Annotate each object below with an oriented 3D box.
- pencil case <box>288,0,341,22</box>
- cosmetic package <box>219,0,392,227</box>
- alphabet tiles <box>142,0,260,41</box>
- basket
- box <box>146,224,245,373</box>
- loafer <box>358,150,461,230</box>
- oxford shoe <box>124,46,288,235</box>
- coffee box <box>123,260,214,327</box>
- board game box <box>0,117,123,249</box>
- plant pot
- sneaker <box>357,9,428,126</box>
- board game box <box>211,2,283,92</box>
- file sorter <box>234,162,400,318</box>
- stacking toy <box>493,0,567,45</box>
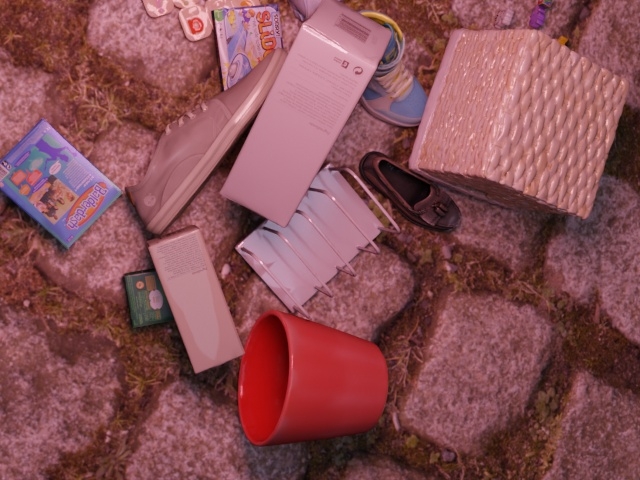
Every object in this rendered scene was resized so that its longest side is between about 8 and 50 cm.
[{"bbox_3d":[0.054,-0.558,1.743,0.273,0.113,0.124,-31,121,-10],"label":"pencil case"},{"bbox_3d":[-0.029,-0.241,1.594,0.156,0.217,0.385,30,121,-5],"label":"cosmetic package"},{"bbox_3d":[-0.240,-0.561,1.708,0.284,0.021,0.278,-23,100,-13],"label":"alphabet tiles"},{"bbox_3d":[0.419,-0.245,1.762,0.328,0.266,0.331,18,90,-29],"label":"basket"},{"bbox_3d":[-0.251,0.115,1.681,0.113,0.094,0.275,-19,101,-13],"label":"box"},{"bbox_3d":[0.203,-0.101,1.836,0.267,0.084,0.096,32,86,-16],"label":"loafer"},{"bbox_3d":[-0.227,-0.212,1.654,0.130,0.169,0.449,40,95,-3],"label":"oxford shoe"},{"bbox_3d":[-0.306,0.109,1.736,0.184,0.040,0.113,-10,98,-14],"label":"coffee box"},{"bbox_3d":[-0.521,-0.111,1.655,0.210,0.047,0.160,45,82,-14],"label":"board game box"},{"bbox_3d":[-0.011,0.292,1.735,0.243,0.275,0.275,10,92,-26],"label":"plant pot"},{"bbox_3d":[0.139,-0.346,1.728,0.319,0.208,0.127,37,82,-22],"label":"sneaker"},{"bbox_3d":[-0.143,-0.378,1.730,0.136,0.035,0.201,-11,105,-14],"label":"board game box"},{"bbox_3d":[0.000,0.000,1.744,0.277,0.173,0.193,-43,104,-9],"label":"file sorter"},{"bbox_3d":[0.504,-0.544,1.903,0.167,0.052,0.221,23,87,-18],"label":"stacking toy"}]
